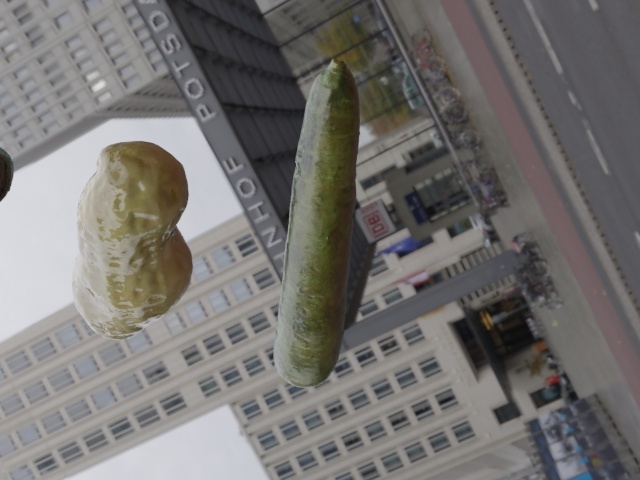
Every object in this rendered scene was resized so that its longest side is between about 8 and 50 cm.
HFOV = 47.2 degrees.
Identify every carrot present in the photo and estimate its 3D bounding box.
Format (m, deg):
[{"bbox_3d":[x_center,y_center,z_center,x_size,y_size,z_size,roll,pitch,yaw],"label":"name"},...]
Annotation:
[{"bbox_3d":[0.000,0.000,0.704,0.074,0.074,0.359,-101,15,-55],"label":"carrot"}]

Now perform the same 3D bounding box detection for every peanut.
[{"bbox_3d":[-0.226,0.008,0.905,0.319,0.147,0.148,114,148,-43],"label":"peanut"}]

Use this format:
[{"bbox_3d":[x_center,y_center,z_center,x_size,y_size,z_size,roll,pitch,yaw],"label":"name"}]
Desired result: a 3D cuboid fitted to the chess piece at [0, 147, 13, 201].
[{"bbox_3d":[-0.333,-0.076,0.609,0.149,0.059,0.059,23,-177,12],"label":"chess piece"}]
